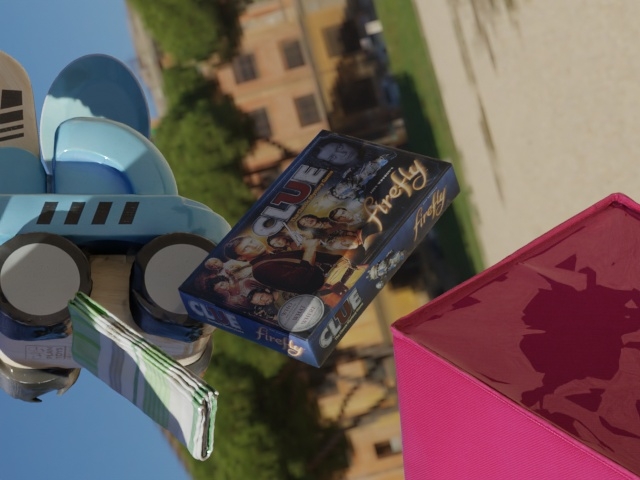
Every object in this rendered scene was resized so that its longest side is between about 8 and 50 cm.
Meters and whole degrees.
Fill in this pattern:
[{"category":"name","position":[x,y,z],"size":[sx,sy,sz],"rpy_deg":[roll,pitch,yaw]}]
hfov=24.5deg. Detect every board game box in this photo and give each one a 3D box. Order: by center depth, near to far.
[{"category":"board game box","position":[0.000,0.000,1.421],"size":[0.243,0.165,0.042],"rpy_deg":[-50,-41,-28]}]

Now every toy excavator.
[{"category":"toy excavator","position":[-0.314,-0.067,1.620],"size":[0.222,0.433,0.445],"rpy_deg":[111,157,-61]}]

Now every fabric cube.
[{"category":"fabric cube","position":[0.232,0.160,1.105],"size":[0.254,0.259,0.258],"rpy_deg":[30,138,44]}]

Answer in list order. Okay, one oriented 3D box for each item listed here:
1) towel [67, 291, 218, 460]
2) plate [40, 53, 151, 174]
[{"category":"towel","position":[-0.152,0.117,1.238],"size":[0.152,0.023,0.113],"rpy_deg":[34,147,16]},{"category":"plate","position":[-0.275,-0.137,1.830],"size":[0.024,0.188,0.188],"rpy_deg":[-1,-106,-55]}]
